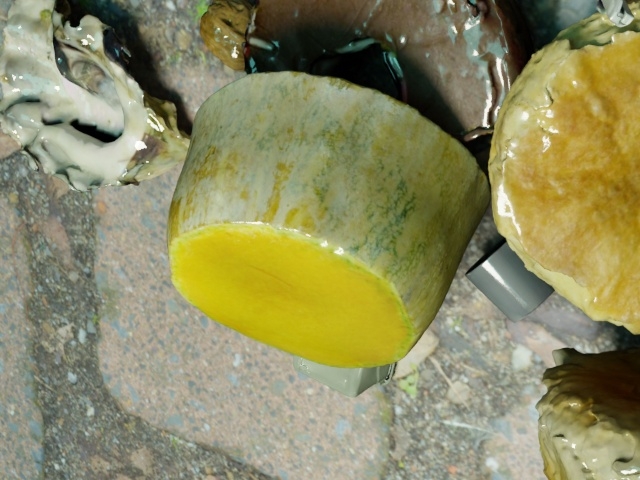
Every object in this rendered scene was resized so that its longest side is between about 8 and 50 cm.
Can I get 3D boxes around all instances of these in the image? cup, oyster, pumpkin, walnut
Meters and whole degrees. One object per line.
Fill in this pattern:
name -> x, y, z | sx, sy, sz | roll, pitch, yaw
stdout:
cup -> 0.224, 0.034, 1.107 | 0.100, 0.078, 0.077 | -42, 87, 6
oyster -> -0.318, -0.199, 1.357 | 0.351, 0.115, 0.238 | 30, 114, 15
pumpkin -> 0.000, 0.000, 1.048 | 0.332, 0.199, 0.332 | 10, 152, 6
walnut -> -0.100, -0.252, 1.206 | 0.096, 0.082, 0.079 | 44, 98, 15

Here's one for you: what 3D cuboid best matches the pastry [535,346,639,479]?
pastry -> 0.352, 0.195, 0.933 | 0.329, 0.329, 0.136 | 5, 103, 33

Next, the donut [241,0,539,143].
donut -> 0.061, -0.212, 1.078 | 0.345, 0.136, 0.259 | -11, 100, 35

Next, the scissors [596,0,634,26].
scissors -> 0.250, -0.258, 0.911 | 0.027, 0.204, 0.101 | 18, 128, -21

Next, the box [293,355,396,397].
box -> 0.033, 0.109, 1.244 | 0.124, 0.093, 0.172 | 22, 119, 25

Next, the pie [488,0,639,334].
pie -> 0.319, -0.063, 0.937 | 0.339, 0.083, 0.340 | 3, 112, 7
